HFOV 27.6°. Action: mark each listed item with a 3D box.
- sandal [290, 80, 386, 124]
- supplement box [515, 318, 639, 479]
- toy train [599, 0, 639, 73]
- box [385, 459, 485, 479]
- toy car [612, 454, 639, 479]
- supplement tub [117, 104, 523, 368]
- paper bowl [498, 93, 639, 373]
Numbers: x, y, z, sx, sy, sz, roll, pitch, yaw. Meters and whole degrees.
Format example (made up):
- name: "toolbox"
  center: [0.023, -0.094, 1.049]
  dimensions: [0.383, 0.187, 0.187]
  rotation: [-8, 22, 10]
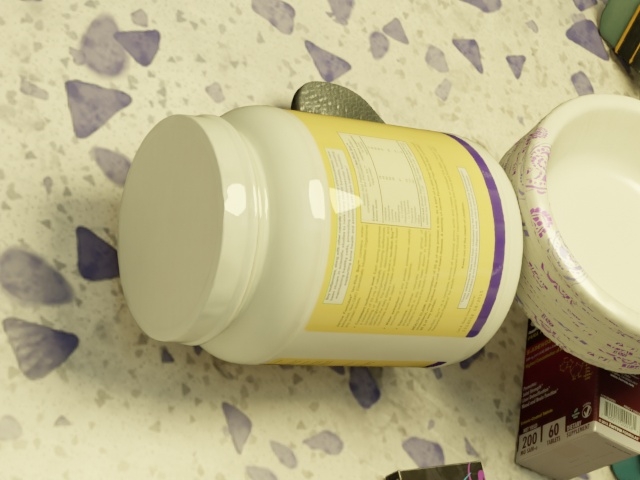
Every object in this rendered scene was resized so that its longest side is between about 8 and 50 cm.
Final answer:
- name: "sandal"
  center: [0.058, -0.085, 1.462]
  dimensions: [0.254, 0.054, 0.097]
  rotation: [34, 59, -30]
- name: "supplement box"
  center: [0.294, 0.135, 1.461]
  dimensions: [0.073, 0.130, 0.239]
  rotation: [27, 54, -22]
- name: "toy train"
  center: [0.552, -0.304, 1.840]
  dimensions: [0.334, 0.142, 0.190]
  rotation: [-19, 57, -34]
- name: "box"
  center: [0.134, 0.309, 1.326]
  dimensions: [0.116, 0.029, 0.162]
  rotation: [2, 68, -36]
- name: "toy car"
  center: [0.466, 0.315, 1.443]
  dimensions: [0.210, 0.219, 0.238]
  rotation: [13, 66, -30]
- name: "supplement tub"
  center: [0.000, 0.000, 1.244]
  dimensions: [0.331, 0.241, 0.241]
  rotation: [5, 65, -34]
- name: "paper bowl"
  center: [0.300, 0.002, 1.359]
  dimensions: [0.284, 0.148, 0.284]
  rotation: [13, 59, -22]
